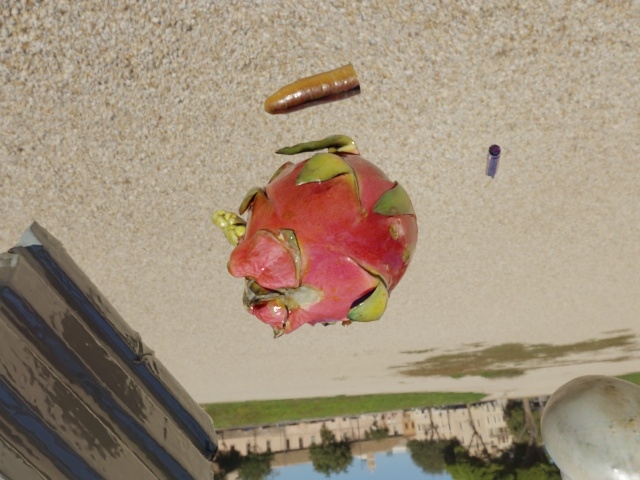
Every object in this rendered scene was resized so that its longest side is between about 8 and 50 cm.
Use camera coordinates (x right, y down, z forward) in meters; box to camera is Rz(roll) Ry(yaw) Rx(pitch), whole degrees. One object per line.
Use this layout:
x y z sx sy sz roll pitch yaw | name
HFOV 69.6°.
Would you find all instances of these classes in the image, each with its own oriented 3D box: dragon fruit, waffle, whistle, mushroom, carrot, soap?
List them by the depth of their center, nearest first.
0.004 -0.003 0.544 0.224 0.224 0.227 -18 -173 32 | dragon fruit
-0.325 0.243 0.549 0.213 0.350 0.435 -32 112 1 | soap
-0.014 -0.209 0.647 0.139 0.048 0.048 -17 159 -3 | carrot
0.513 0.374 0.821 0.243 0.244 0.243 -4 159 -1 | mushroom
-0.076 0.050 0.887 0.301 0.058 0.281 42 177 -27 | waffle
0.433 -0.196 1.159 0.033 0.033 0.176 -10 165 14 | whistle
